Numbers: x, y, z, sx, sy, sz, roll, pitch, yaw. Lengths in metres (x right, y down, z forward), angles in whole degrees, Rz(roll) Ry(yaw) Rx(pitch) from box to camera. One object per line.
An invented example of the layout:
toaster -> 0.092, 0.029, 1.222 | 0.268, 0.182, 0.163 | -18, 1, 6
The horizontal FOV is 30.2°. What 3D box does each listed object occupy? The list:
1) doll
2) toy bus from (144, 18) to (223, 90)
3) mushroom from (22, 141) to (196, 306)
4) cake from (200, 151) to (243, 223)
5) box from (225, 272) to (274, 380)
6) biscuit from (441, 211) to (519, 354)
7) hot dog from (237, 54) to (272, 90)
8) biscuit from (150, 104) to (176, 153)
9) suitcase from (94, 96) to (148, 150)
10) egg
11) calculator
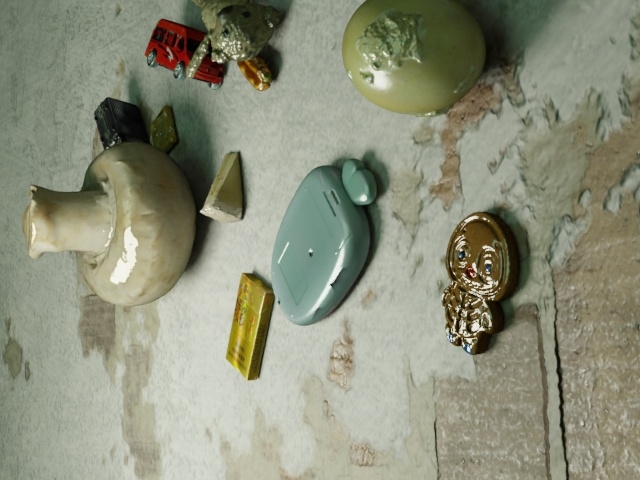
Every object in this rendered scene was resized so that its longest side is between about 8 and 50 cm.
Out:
doll -> -0.153, -0.383, 1.940 | 0.203, 0.091, 0.286 | -22, 41, 22
toy bus -> -0.232, -0.326, 2.072 | 0.195, 0.081, 0.089 | 32, 107, 55
mushroom -> -0.369, -0.029, 2.080 | 0.297, 0.290, 0.297 | 0, 90, 59
cake -> -0.161, -0.094, 1.974 | 0.052, 0.065, 0.121 | -20, 65, 53
box -> -0.116, 0.139, 1.924 | 0.089, 0.022, 0.156 | 36, 119, 52
biscuit -> 0.189, 0.052, 1.442 | 0.124, 0.026, 0.175 | 27, 112, 55
hot dog -> -0.104, -0.278, 1.909 | 0.122, 0.037, 0.049 | -123, 34, -49
biscuit -> -0.295, -0.200, 2.221 | 0.083, 0.018, 0.081 | -40, 57, 51
suitcase -> -0.385, -0.216, 2.303 | 0.059, 0.086, 0.126 | -42, 54, 31
egg -> 0.114, -0.234, 1.446 | 0.201, 0.164, 0.164 | 20, 106, 54
calculator -> 0.000, 0.000, 1.726 | 0.299, 0.041, 0.185 | -59, 43, 40
